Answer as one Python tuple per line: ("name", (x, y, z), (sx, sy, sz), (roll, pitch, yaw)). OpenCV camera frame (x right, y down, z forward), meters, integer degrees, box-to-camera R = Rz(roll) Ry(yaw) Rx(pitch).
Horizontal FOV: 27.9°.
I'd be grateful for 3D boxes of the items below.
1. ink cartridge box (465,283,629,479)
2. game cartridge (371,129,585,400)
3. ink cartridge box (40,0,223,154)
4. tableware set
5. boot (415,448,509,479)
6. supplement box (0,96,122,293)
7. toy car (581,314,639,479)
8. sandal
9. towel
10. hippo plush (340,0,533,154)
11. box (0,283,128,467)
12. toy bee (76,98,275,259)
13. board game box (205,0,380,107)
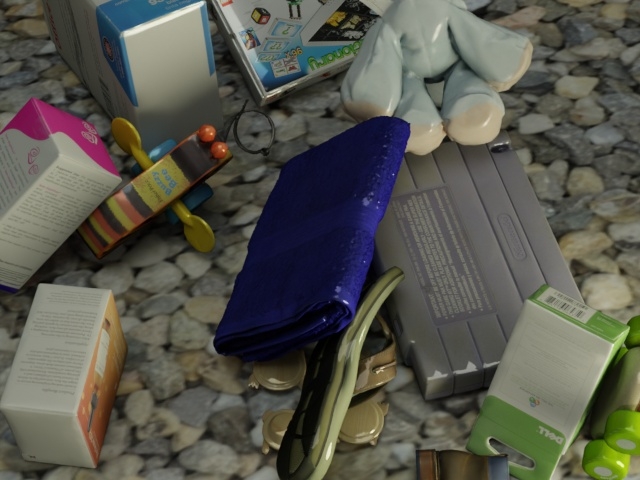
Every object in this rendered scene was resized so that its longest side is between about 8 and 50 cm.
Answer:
("ink cartridge box", (0.253, 0.166, 1.448), (0.109, 0.209, 0.062), (28, 27, 20))
("game cartridge", (0.182, 0.023, 1.620), (0.230, 0.068, 0.355), (-14, 54, -3))
("ink cartridge box", (-0.269, -0.292, 1.761), (0.129, 0.223, 0.307), (-27, 51, -19))
("tableware set", (-0.004, 0.185, 1.530), (0.169, 0.020, 0.141), (-2, 53, 0))
("boot", (0.162, 0.316, 1.383), (0.106, 0.082, 0.219), (-5, 51, 2))
("supplement box", (-0.371, -0.054, 1.606), (0.220, 0.114, 0.111), (-44, 54, 19))
("toy car", (0.406, 0.199, 1.433), (0.188, 0.149, 0.155), (19, 56, 2))
("sandal", (0.036, 0.162, 1.479), (0.086, 0.120, 0.302), (29, 57, -11))
("towel", (0.000, 0.000, 1.568), (0.228, 0.076, 0.308), (-22, 37, 41))
("hippo plush", (0.123, -0.247, 1.726), (0.234, 0.236, 0.294), (-45, 94, 5))
("box", (-0.294, 0.157, 1.496), (0.091, 0.130, 0.170), (5, 54, 6))
("toy bee", (-0.184, -0.098, 1.645), (0.195, 0.162, 0.298), (32, 74, -6))
("board game box", (0.004, -0.338, 1.854), (0.305, 0.053, 0.193), (-25, 85, -16))
